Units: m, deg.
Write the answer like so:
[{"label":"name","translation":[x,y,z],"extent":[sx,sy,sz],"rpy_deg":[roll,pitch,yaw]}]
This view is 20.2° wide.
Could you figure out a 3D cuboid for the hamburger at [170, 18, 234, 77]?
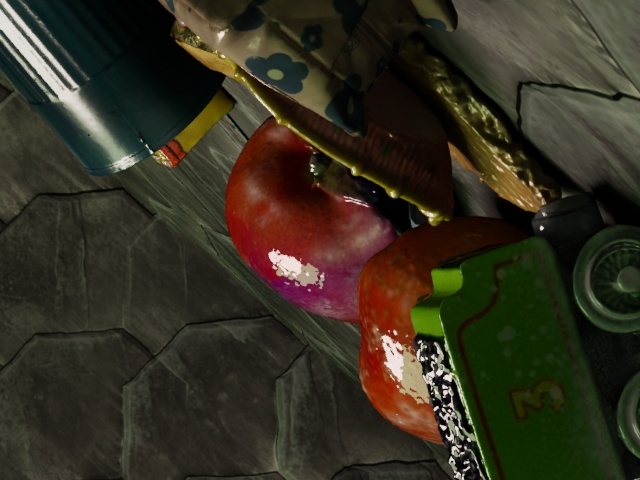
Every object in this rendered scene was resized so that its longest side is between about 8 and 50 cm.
[{"label":"hamburger","translation":[-0.087,-0.230,2.069],"extent":[0.102,0.087,0.176],"rpy_deg":[35,170,-40]}]

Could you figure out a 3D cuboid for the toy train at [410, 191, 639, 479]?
[{"label":"toy train","translation":[0.222,0.121,1.676],"extent":[0.173,0.249,0.307],"rpy_deg":[177,75,-81]}]

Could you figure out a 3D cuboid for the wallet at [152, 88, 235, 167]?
[{"label":"wallet","translation":[-0.250,-0.229,2.536],"extent":[0.241,0.141,0.067],"rpy_deg":[44,165,-6]}]

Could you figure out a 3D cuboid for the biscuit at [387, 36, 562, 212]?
[{"label":"biscuit","translation":[0.146,-0.109,1.761],"extent":[0.224,0.033,0.144],"rpy_deg":[46,170,-2]}]

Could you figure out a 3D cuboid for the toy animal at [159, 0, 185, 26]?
[{"label":"toy animal","translation":[-0.140,-0.311,1.744],"extent":[0.248,0.149,0.165],"rpy_deg":[39,-172,-20]}]

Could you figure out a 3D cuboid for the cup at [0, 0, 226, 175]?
[{"label":"cup","translation":[-0.287,-0.289,2.301],"extent":[0.242,0.308,0.292],"rpy_deg":[-16,126,41]}]

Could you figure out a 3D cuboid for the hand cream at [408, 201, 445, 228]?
[{"label":"hand cream","translation":[0.137,-0.008,2.135],"extent":[0.058,0.091,0.271],"rpy_deg":[-4,153,15]}]

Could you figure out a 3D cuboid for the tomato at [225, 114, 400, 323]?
[{"label":"tomato","translation":[0.000,0.005,2.305],"extent":[0.335,0.176,0.289],"rpy_deg":[46,177,38]}]

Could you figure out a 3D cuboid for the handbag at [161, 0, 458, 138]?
[{"label":"handbag","translation":[-0.019,-0.221,1.530],"extent":[0.193,0.190,0.251],"rpy_deg":[43,180,-36]}]

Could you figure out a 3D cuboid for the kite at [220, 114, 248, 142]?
[{"label":"kite","translation":[-0.219,-0.243,2.735],"extent":[0.335,0.011,0.314],"rpy_deg":[42,170,10]}]

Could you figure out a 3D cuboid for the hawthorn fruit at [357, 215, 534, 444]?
[{"label":"hawthorn fruit","translation":[0.170,0.100,1.961],"extent":[0.284,0.284,0.284],"rpy_deg":[42,170,9]}]

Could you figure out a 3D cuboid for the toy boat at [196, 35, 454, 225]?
[{"label":"toy boat","translation":[0.027,-0.123,1.721],"extent":[0.318,0.141,0.099],"rpy_deg":[37,134,-20]}]
